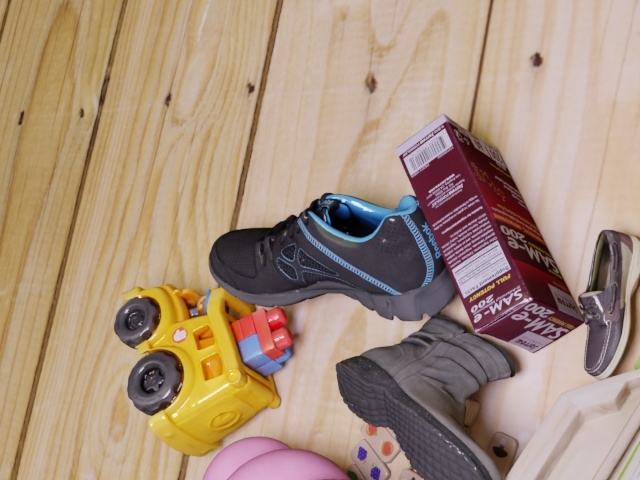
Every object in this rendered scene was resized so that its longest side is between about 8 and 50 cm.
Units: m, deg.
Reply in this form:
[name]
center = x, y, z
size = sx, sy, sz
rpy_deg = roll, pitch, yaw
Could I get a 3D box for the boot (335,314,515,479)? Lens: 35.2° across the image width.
[boot]
center = 0.140, 0.156, 1.032
size = 0.246, 0.161, 0.083
rpy_deg = 37, 143, 49

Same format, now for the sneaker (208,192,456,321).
[sneaker]
center = 0.000, 0.000, 1.199
size = 0.340, 0.140, 0.125
rpy_deg = 2, 38, 34

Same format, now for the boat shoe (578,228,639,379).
[boat shoe]
center = 0.283, 0.062, 1.015
size = 0.056, 0.049, 0.152
rpy_deg = 153, 134, -69

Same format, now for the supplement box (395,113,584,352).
[supplement box]
center = 0.179, -0.007, 1.079
size = 0.073, 0.130, 0.239
rpy_deg = -35, 57, 25

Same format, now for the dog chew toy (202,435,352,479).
[dog chew toy]
center = -0.027, 0.320, 1.084
size = 0.332, 0.206, 0.207
rpy_deg = 33, 97, 57

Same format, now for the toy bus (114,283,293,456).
[toy bus]
center = -0.135, 0.132, 1.294
size = 0.211, 0.149, 0.220
rpy_deg = -31, 55, 12

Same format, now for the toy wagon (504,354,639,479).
[toy wagon]
center = 0.328, 0.241, 0.856
size = 0.344, 0.068, 0.267
rpy_deg = 20, 61, 41

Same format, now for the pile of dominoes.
[pile of dominoes]
center = 0.092, 0.278, 1.117
size = 0.196, 0.040, 0.251
rpy_deg = 23, 90, 41
